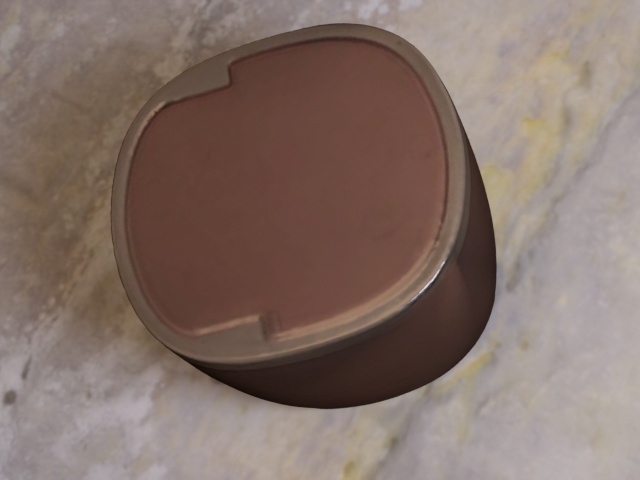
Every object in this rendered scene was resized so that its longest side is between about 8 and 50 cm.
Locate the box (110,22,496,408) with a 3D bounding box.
[{"bbox_3d":[0.000,0.000,1.510,0.301,0.216,0.301,-7,64,15],"label":"box"}]
